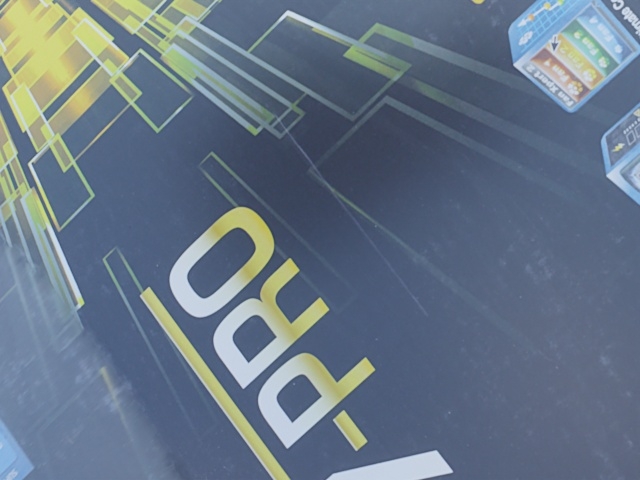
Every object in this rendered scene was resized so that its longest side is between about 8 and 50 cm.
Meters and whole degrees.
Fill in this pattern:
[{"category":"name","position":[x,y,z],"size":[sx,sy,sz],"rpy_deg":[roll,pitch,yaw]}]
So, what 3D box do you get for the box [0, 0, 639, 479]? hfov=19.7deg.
[{"category":"box","position":[0.000,0.000,0.623],"size":[0.318,0.097,0.395],"rpy_deg":[-43,73,20]}]
